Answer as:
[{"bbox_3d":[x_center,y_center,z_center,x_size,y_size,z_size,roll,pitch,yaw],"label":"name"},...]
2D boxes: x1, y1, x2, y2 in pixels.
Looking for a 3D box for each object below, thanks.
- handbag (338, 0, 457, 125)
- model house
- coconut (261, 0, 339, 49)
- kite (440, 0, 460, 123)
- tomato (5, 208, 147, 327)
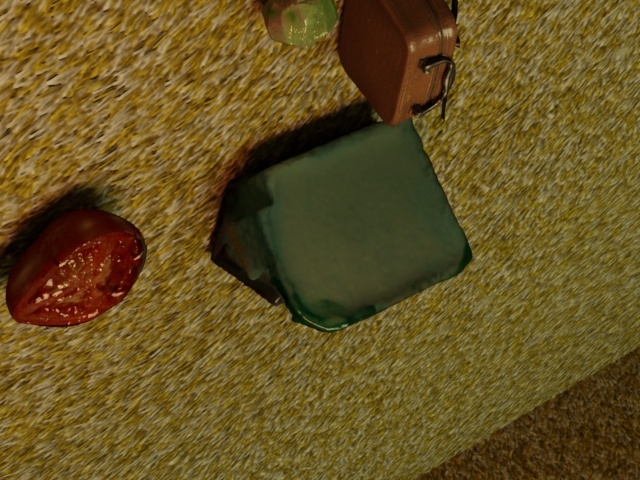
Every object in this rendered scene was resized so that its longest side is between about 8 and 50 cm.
[{"bbox_3d":[0.088,-0.225,1.941,0.072,0.151,0.193,-24,153,-20],"label":"handbag"},{"bbox_3d":[0.000,0.000,2.203,0.281,0.230,0.249,-22,177,-29],"label":"model house"},{"bbox_3d":[-0.023,-0.245,1.837,0.083,0.081,0.082,-30,-162,-8],"label":"coconut"},{"bbox_3d":[0.155,-0.249,2.026,0.250,0.012,0.229,-86,-178,-78],"label":"kite"},{"bbox_3d":[-0.277,0.020,1.946,0.174,0.082,0.166,-44,153,25],"label":"tomato"}]
